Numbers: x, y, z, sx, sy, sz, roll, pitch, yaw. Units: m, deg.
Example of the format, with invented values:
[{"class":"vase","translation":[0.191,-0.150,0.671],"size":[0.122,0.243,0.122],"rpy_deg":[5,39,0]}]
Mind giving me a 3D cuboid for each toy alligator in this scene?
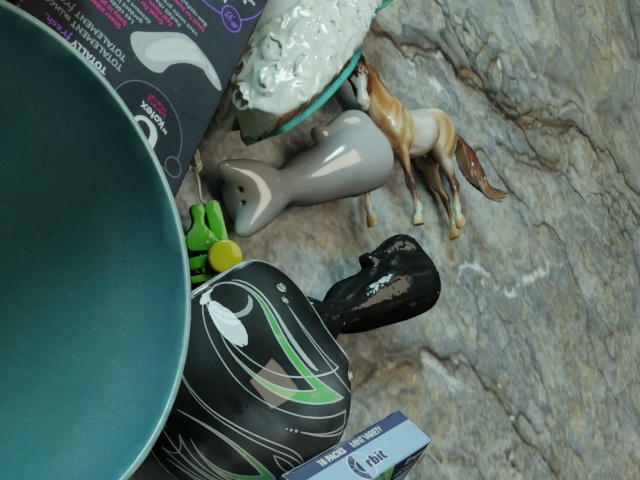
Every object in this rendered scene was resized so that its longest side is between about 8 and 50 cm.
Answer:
[{"class":"toy alligator","translation":[-0.097,0.010,0.908],"size":[0.051,0.056,0.190],"rpy_deg":[-23,96,-12]}]

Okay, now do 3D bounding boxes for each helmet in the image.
[{"class":"helmet","translation":[-0.059,0.115,0.821],"size":[0.162,0.169,0.169],"rpy_deg":[56,37,4]}]

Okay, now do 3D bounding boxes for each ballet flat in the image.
[{"class":"ballet flat","translation":[-0.020,-0.229,1.035],"size":[0.147,0.147,0.409],"rpy_deg":[58,31,-18]}]

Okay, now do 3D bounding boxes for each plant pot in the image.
[{"class":"plant pot","translation":[-0.242,0.028,0.592],"size":[0.290,0.195,0.290],"rpy_deg":[23,59,-45]}]

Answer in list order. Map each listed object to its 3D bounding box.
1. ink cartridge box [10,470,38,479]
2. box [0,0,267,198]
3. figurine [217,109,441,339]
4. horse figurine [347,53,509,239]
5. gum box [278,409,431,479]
[{"class":"ink cartridge box","translation":[-0.176,0.309,0.631],"size":[0.283,0.117,0.207],"rpy_deg":[57,40,-21]},{"class":"box","translation":[-0.168,-0.144,0.797],"size":[0.165,0.143,0.270],"rpy_deg":[45,45,-29]},{"class":"figurine","translation":[0.000,0.000,1.009],"size":[0.209,0.092,0.215],"rpy_deg":[-24,95,-49]},{"class":"horse figurine","translation":[0.108,-0.094,1.192],"size":[0.263,0.066,0.175],"rpy_deg":[6,70,-50]},{"class":"gum box","translation":[-0.009,0.228,0.833],"size":[0.041,0.184,0.157],"rpy_deg":[41,30,22]}]
